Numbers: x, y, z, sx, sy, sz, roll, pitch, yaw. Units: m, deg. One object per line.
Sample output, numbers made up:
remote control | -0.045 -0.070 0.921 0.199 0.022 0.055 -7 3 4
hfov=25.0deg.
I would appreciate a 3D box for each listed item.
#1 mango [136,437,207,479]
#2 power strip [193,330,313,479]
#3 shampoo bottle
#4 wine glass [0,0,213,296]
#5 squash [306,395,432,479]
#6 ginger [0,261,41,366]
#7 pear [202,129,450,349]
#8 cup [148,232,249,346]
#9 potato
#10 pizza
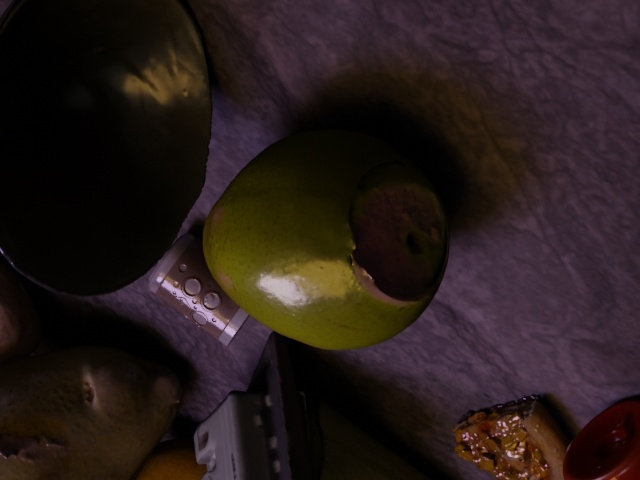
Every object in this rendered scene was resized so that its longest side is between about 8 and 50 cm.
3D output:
mango | -0.110 0.300 1.678 0.228 0.099 0.136 24 140 1
power strip | -0.074 0.257 1.474 0.092 0.257 0.251 5 146 -20
shampoo bottle | 0.338 0.265 1.264 0.278 0.104 0.104 45 144 -15
wine glass | -0.318 -0.114 1.239 0.406 0.267 0.267 11 139 38
squash | 0.076 0.297 1.498 0.287 0.137 0.137 36 145 -6
ginger | -0.401 0.067 1.606 0.138 0.152 0.267 -16 122 12
pear | 0.000 0.000 1.171 0.187 0.187 0.220 49 151 -20
cup | -0.105 0.039 1.380 0.099 0.074 0.102 34 145 0
potato | -0.312 0.229 1.588 0.218 0.351 0.202 58 -178 -30
pizza | 0.182 0.204 1.373 0.131 0.041 0.178 24 144 18
